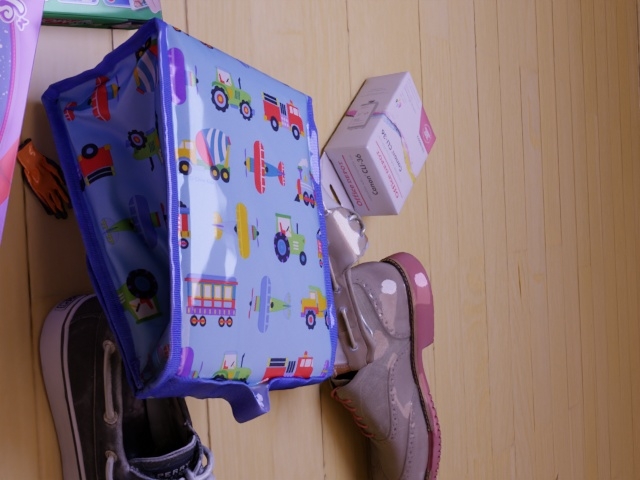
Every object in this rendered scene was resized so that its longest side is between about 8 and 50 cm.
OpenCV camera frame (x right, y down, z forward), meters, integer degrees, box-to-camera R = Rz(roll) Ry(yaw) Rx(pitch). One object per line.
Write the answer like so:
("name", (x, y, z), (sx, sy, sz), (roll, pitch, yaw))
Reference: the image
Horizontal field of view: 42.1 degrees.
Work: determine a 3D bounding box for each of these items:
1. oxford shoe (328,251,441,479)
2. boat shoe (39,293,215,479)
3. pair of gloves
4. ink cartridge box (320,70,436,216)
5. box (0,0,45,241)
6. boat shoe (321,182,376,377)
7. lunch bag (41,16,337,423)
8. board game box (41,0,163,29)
("oxford shoe", (0.064, 0.193, 1.030), (0.130, 0.123, 0.348), (-9, 98, -29))
("boat shoe", (-0.144, 0.192, 0.704), (0.113, 0.105, 0.306), (-19, 104, -54))
("pair of gloves", (-0.213, -0.063, 0.699), (0.083, 0.010, 0.074), (-51, 128, -44))
("ink cartridge box", (0.073, -0.110, 1.064), (0.115, 0.067, 0.198), (60, 44, -35))
("box", (-0.282, -0.138, 0.512), (0.201, 0.057, 0.293), (14, 81, -41))
("boat shoe", (0.000, 0.000, 0.892), (0.113, 0.103, 0.302), (-87, 172, -74))
("lunch bag", (-0.080, 0.003, 0.692), (0.221, 0.138, 0.293), (13, 57, -57))
("board game box", (-0.233, -0.332, 0.651), (0.213, 0.046, 0.317), (-16, 102, -53))
